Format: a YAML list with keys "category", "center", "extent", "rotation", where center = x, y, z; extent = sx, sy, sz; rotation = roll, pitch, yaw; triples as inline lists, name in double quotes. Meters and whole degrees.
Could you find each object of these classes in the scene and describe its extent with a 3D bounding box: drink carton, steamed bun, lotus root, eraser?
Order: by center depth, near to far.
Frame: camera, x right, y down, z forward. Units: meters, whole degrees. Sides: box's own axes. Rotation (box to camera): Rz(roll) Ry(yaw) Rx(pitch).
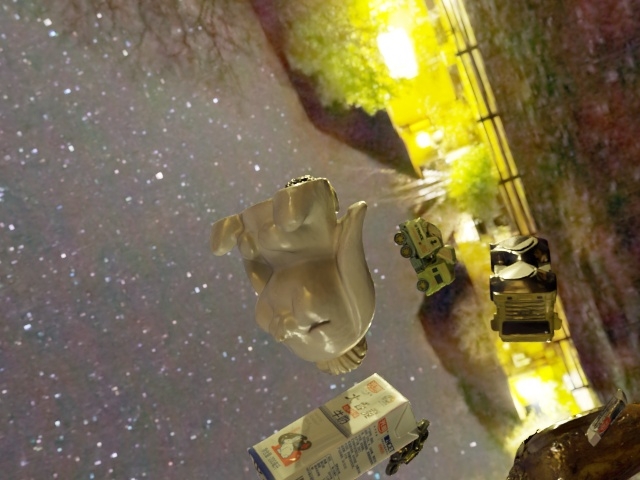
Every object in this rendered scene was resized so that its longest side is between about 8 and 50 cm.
- category: "eraser"
  center: [0.457, 0.282, 1.075]
  extent: [0.027, 0.099, 0.019]
  rotation: [45, 174, -34]
- category: "drink carton"
  center: [0.029, 0.397, 1.330]
  extent: [0.130, 0.315, 0.106]
  rotation: [34, 146, 56]
- category: "lotus root"
  center: [0.622, 0.505, 1.593]
  extent: [0.196, 0.397, 0.179]
  rotation: [110, 139, -79]
- category: "steamed bun"
  center: [0.055, 0.321, 1.941]
  extent: [0.183, 0.183, 0.106]
  rotation: [-81, -24, -66]

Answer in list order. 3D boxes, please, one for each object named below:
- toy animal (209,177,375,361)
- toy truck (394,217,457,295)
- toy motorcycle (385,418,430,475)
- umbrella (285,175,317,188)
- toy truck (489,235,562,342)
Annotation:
- category: "toy animal"
  center: [-0.016, 0.054, 1.047]
  extent: [0.206, 0.272, 0.265]
  rotation: [-21, -92, -46]
- category: "toy truck"
  center: [0.269, 0.030, 1.676]
  extent: [0.191, 0.116, 0.085]
  rotation: [65, -156, 3]
- category: "toy motorcycle"
  center: [0.251, 0.587, 1.948]
  extent: [0.061, 0.193, 0.124]
  rotation: [28, 139, 37]
- category: "umbrella"
  center: [0.000, 0.000, 1.695]
  extent: [0.118, 0.118, 0.340]
  rotation: [-80, -29, -67]
- category: "toy truck"
  center: [0.573, 0.146, 1.914]
  extent: [0.405, 0.181, 0.254]
  rotation: [-51, -47, -67]
